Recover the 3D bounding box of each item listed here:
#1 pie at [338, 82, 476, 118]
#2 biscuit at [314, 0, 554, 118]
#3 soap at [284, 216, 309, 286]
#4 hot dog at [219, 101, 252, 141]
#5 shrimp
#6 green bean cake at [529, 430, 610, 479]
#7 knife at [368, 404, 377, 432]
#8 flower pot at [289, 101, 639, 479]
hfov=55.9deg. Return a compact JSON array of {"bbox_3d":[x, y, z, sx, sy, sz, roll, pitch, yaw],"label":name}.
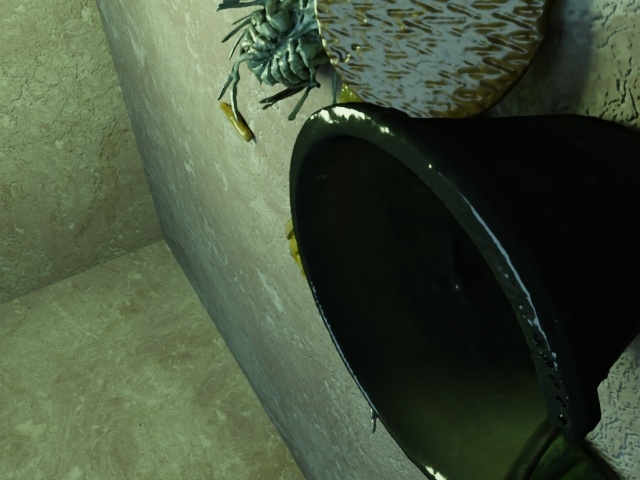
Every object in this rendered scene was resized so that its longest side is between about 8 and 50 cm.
[{"bbox_3d":[0.104,-0.119,0.775,0.277,0.079,0.277,51,154,37],"label":"pie"},{"bbox_3d":[0.102,-0.239,0.593,0.262,0.037,0.261,19,123,33],"label":"biscuit"},{"bbox_3d":[0.000,0.000,1.167,0.140,0.073,0.232,64,160,9],"label":"soap"},{"bbox_3d":[-0.197,-0.280,1.407,0.137,0.028,0.044,55,-177,33],"label":"hot dog"},{"bbox_3d":[-0.041,-0.284,0.863,0.221,0.166,0.411,49,148,-14],"label":"shrimp"},{"bbox_3d":[0.284,0.348,0.787,0.222,0.125,0.227,51,157,30],"label":"green bean cake"},{"bbox_3d":[0.092,0.201,1.147,0.132,0.038,0.398,-81,-11,-55],"label":"knife"},{"bbox_3d":[0.157,0.018,0.548,0.379,0.251,0.379,51,157,32],"label":"flower pot"}]
